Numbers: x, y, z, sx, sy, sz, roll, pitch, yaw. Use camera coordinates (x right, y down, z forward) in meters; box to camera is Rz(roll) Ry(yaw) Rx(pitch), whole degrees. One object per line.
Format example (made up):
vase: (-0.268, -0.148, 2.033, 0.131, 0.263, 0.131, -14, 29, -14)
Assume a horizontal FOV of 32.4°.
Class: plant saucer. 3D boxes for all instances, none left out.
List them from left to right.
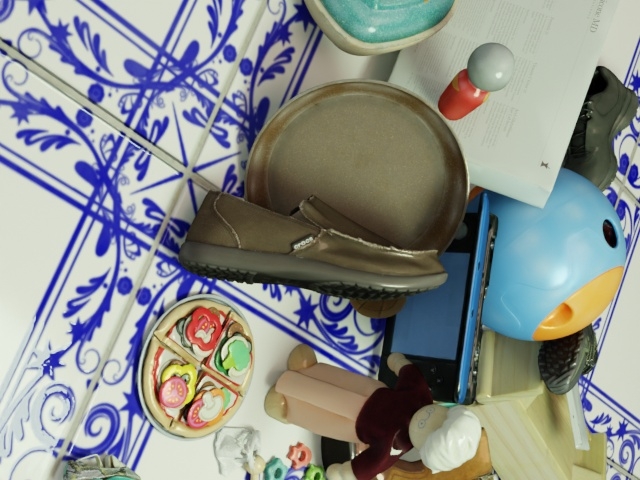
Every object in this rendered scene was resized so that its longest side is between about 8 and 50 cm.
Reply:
plant saucer: (0.050, -0.079, 1.534, 0.050, 0.310, 0.311, -87, 162, -67)

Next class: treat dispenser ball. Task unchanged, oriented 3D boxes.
treat dispenser ball: (0.348, 0.020, 1.791, 0.288, 0.288, 0.288, -8, 101, -44)

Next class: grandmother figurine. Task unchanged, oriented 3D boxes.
grandmother figurine: (0.072, 0.241, 1.506, 0.104, 0.342, 0.208, 38, 69, -41)

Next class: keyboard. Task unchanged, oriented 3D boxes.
keyboard: (0.440, 0.240, 1.945, 0.072, 0.014, 0.256, 29, 51, -62)

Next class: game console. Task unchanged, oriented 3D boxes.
game console: (0.162, 0.085, 1.621, 0.173, 0.250, 0.293, 19, 77, -47)

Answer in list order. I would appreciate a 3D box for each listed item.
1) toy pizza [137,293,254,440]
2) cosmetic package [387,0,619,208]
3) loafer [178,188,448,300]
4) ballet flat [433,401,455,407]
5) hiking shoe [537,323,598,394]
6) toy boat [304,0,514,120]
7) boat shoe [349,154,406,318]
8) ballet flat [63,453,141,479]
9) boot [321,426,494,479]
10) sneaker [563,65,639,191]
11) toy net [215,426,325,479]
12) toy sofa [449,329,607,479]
toy pizza: (-0.159, 0.173, 1.486, 0.201, 0.032, 0.201, -7, 101, -44)
cosmetic package: (0.272, -0.273, 1.686, 0.097, 0.284, 0.377, 75, 37, -73)
loafer: (0.000, 0.000, 1.467, 0.365, 0.134, 0.130, 9, 79, -15)
ballet flat: (0.151, 0.250, 1.795, 0.206, 0.073, 0.067, -1, 69, -48)
hiking shoe: (0.432, 0.193, 1.857, 0.114, 0.086, 0.227, 55, 36, -21)
toy boat: (0.143, -0.322, 1.561, 0.267, 0.148, 0.318, -35, 84, -33)
boat shoe: (0.070, -0.059, 1.642, 0.123, 0.123, 0.342, -63, 142, -65)
ballet flat: (-0.273, 0.288, 1.386, 0.114, 0.041, 0.041, 14, 86, -46)
boot: (0.152, 0.340, 1.697, 0.280, 0.096, 0.264, -14, 87, -28)
sneaker: (0.496, -0.201, 2.055, 0.130, 0.109, 0.286, 42, 57, -33)
toy net: (-0.063, 0.330, 1.595, 0.122, 0.045, 0.232, -56, 130, -23)
toy sofa: (0.378, 0.324, 1.986, 0.363, 0.177, 0.150, 55, 34, -35)
